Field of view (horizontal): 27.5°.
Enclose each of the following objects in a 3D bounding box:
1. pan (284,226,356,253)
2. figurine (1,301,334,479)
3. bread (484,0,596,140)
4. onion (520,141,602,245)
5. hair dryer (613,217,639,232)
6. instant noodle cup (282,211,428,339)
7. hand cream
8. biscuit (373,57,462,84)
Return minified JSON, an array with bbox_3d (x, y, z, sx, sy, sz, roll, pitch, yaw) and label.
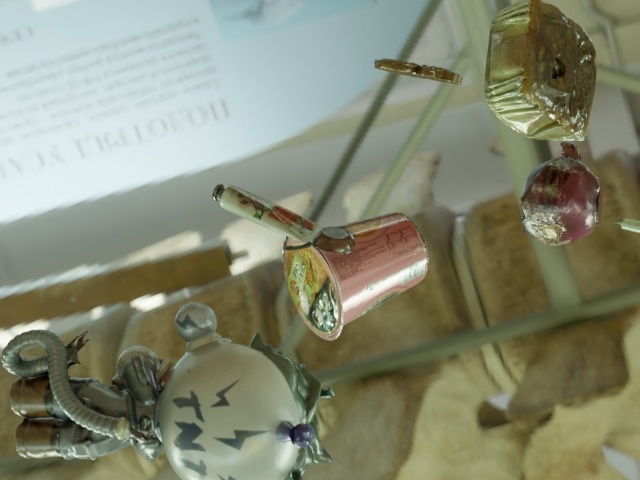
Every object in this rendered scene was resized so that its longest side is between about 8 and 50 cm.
[{"bbox_3d":[0.000,0.000,1.997,0.115,0.023,0.068,-6,-150,-23],"label":"pan"},{"bbox_3d":[-0.170,0.211,1.561,0.382,0.261,0.186,0,-156,20],"label":"figurine"},{"bbox_3d":[0.367,-0.279,2.158,0.110,0.192,0.209,-13,-121,47],"label":"bread"},{"bbox_3d":[0.443,-0.088,2.316,0.135,0.173,0.198,17,-112,27],"label":"onion"},{"bbox_3d":[0.504,-0.013,2.026,0.124,0.038,0.063,17,-106,40],"label":"hair dryer"},{"bbox_3d":[0.080,0.056,2.755,0.255,0.243,0.244,-22,-158,-27],"label":"instant noodle cup"},{"bbox_3d":[-0.108,-0.052,2.591,0.234,0.050,0.080,24,-146,17],"label":"hand cream"},{"bbox_3d":[0.189,-0.331,2.543,0.175,0.026,0.124,13,-174,19],"label":"biscuit"}]
